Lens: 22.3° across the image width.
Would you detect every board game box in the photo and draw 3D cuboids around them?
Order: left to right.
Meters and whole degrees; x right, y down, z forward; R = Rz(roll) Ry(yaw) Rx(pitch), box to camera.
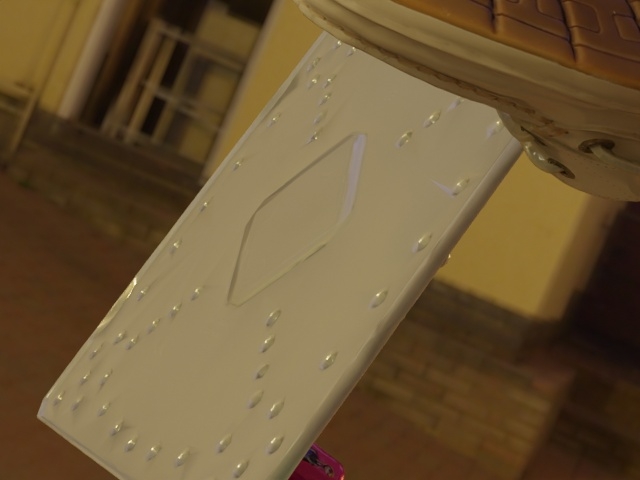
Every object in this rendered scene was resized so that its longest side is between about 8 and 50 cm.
[{"bbox_3d":[0.000,0.000,1.032,0.050,0.390,0.390,41,-12,-21],"label":"board game box"}]

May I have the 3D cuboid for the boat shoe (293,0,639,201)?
[{"bbox_3d":[0.101,-0.055,0.549,0.277,0.098,0.096,13,-37,-23],"label":"boat shoe"}]
